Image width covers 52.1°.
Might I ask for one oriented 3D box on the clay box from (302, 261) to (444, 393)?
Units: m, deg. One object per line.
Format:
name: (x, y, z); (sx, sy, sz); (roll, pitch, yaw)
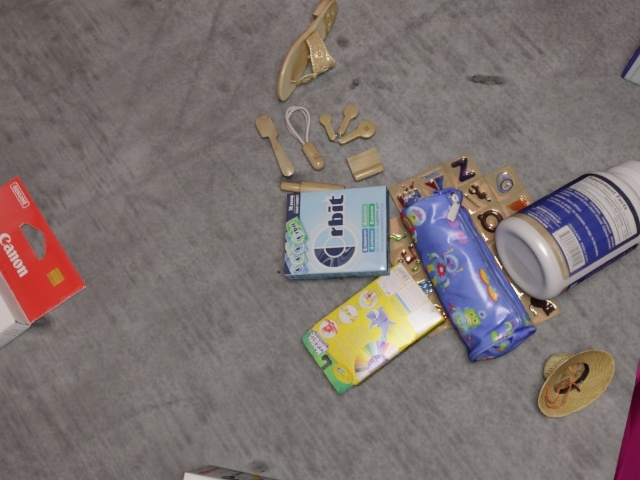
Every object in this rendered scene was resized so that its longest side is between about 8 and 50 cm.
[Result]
clay box: (0.091, 0.155, 1.145); (0.222, 0.053, 0.127); (-36, 73, 1)

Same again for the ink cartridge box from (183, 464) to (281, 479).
ink cartridge box: (-0.108, 0.429, 1.042); (0.212, 0.154, 0.093); (8, 76, 9)

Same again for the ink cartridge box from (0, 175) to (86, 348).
ink cartridge box: (-0.639, 0.047, 1.256); (0.261, 0.066, 0.296); (-37, 74, -3)

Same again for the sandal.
sandal: (-0.001, -0.373, 1.289); (0.079, 0.088, 0.240); (20, 73, 17)

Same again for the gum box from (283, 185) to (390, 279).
gum box: (0.030, -0.012, 1.165); (0.184, 0.041, 0.157); (-4, 71, 14)

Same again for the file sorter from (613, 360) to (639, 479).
file sorter: (0.574, 0.323, 0.971); (0.182, 0.202, 0.291); (17, 77, 9)

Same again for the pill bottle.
pill bottle: (0.442, -0.023, 1.100); (0.264, 0.153, 0.153); (-27, 73, -12)

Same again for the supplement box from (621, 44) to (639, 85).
supplement box: (0.672, -0.387, 1.204); (0.114, 0.111, 0.220); (31, 80, 13)

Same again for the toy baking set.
toy baking set: (-0.004, -0.171, 1.266); (0.256, 0.030, 0.197); (2, 72, 7)

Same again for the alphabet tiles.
alphabet tiles: (0.274, 0.015, 1.190); (0.285, 0.011, 0.342); (-25, 73, -1)

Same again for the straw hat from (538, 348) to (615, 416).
straw hat: (0.407, 0.220, 1.087); (0.144, 0.144, 0.061); (-29, 33, -2)

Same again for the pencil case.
pencil case: (0.247, 0.049, 1.110); (0.119, 0.133, 0.306); (-17, 72, -24)
